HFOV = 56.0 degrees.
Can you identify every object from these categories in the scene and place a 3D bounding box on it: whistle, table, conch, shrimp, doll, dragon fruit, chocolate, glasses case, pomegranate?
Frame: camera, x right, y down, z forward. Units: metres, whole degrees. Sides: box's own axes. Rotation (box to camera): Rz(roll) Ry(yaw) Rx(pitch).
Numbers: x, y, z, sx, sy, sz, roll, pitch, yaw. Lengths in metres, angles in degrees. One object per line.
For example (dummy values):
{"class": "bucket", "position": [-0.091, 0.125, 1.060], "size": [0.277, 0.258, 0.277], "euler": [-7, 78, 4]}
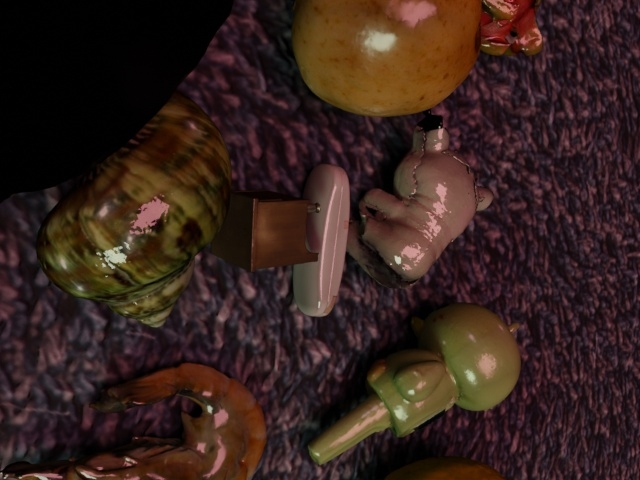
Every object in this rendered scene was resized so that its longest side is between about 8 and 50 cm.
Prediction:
{"class": "whistle", "position": [0.112, 0.159, 0.723], "size": [0.294, 0.141, 0.141], "euler": [-16, 107, -10]}
{"class": "table", "position": [-0.054, -0.015, 0.602], "size": [0.082, 0.083, 0.070], "euler": [-5, 104, -37]}
{"class": "conch", "position": [-0.144, -0.021, 0.513], "size": [0.187, 0.124, 0.181], "euler": [-42, 164, -52]}
{"class": "shrimp", "position": [-0.158, 0.189, 0.587], "size": [0.254, 0.059, 0.145], "euler": [20, 85, -32]}
{"class": "doll", "position": [0.114, -0.034, 0.692], "size": [0.149, 0.095, 0.192], "euler": [39, 81, -27]}
{"class": "dragon fruit", "position": [0.189, -0.277, 0.678], "size": [0.208, 0.150, 0.133], "euler": [33, 49, -35]}
{"class": "chocolate", "position": [-0.244, -0.166, 0.387], "size": [0.340, 0.210, 0.225], "euler": [-40, 145, -25]}
{"class": "glasses case", "position": [0.000, 0.000, 0.646], "size": [0.041, 0.063, 0.164], "euler": [3, 96, -29]}
{"class": "pomegranate", "position": [0.054, -0.211, 0.584], "size": [0.196, 0.196, 0.196], "euler": [-6, 101, -30]}

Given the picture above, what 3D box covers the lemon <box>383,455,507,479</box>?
{"class": "lemon", "position": [0.147, 0.366, 0.714], "size": [0.260, 0.204, 0.204], "euler": [-14, 105, -29]}
